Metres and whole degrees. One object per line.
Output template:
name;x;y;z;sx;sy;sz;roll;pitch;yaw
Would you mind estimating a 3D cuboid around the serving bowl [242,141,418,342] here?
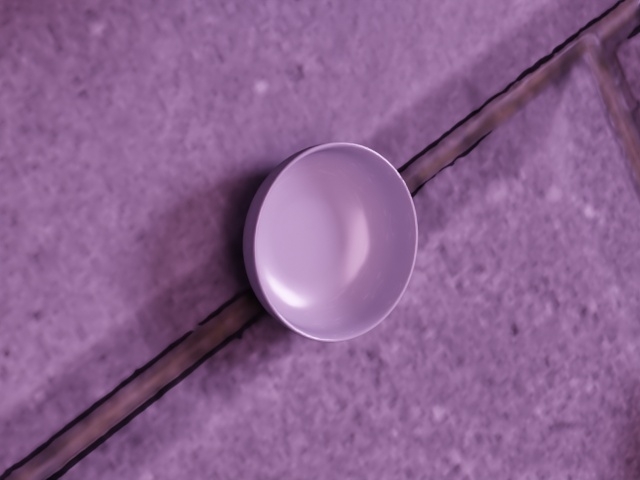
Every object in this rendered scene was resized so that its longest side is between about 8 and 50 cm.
serving bowl;0.000;0.000;0.736;0.083;0.027;0.083;-3;96;-36
